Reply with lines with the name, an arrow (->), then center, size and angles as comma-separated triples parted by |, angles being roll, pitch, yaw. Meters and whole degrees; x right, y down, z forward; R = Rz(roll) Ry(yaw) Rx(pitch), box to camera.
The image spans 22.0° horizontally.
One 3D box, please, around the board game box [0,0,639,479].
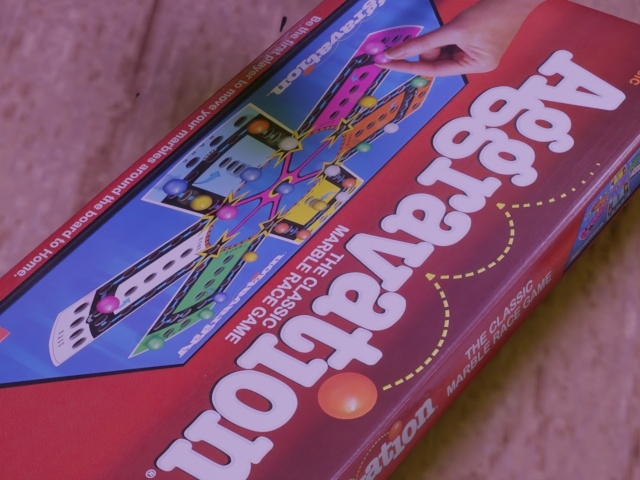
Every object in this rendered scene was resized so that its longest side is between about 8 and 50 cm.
board game box -> 0.000, 0.000, 0.547 | 0.145, 0.027, 0.281 | 25, 53, 29
